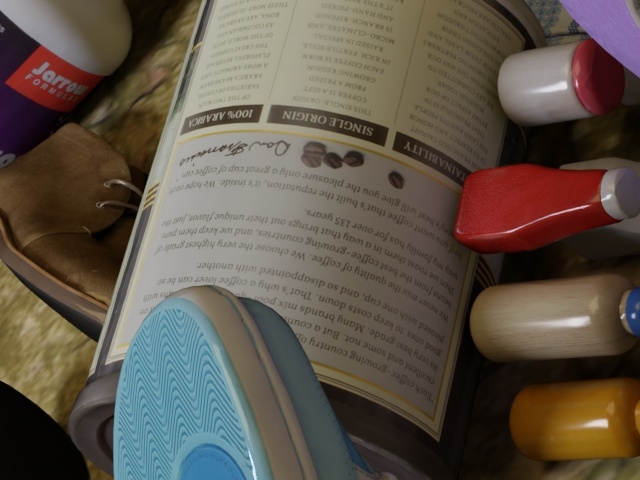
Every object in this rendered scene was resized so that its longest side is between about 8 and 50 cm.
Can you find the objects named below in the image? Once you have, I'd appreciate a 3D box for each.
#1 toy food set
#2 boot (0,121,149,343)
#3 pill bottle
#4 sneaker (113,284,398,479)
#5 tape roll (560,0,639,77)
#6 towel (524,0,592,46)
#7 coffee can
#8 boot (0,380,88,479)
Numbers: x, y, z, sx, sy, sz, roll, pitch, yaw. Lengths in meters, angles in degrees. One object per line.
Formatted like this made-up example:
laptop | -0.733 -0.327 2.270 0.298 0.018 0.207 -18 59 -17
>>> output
toy food set | 0.144 -0.013 0.973 0.104 0.111 0.232 -7 60 43
boot | -0.146 -0.002 1.295 0.115 0.112 0.305 -46 35 -5
pill bottle | -0.268 -0.138 1.457 0.323 0.181 0.181 -44 39 15
sneaker | 0.042 0.157 0.845 0.127 0.208 0.319 -18 88 52
tape roll | 0.231 -0.101 0.808 0.275 0.275 0.090 18 78 52
towel | 0.177 -0.184 1.131 0.285 0.034 0.209 1 62 46
coffee can | 0.000 0.000 1.044 0.201 0.201 0.275 -11 55 43
boot | -0.247 0.234 1.231 0.229 0.091 0.263 -40 42 19
